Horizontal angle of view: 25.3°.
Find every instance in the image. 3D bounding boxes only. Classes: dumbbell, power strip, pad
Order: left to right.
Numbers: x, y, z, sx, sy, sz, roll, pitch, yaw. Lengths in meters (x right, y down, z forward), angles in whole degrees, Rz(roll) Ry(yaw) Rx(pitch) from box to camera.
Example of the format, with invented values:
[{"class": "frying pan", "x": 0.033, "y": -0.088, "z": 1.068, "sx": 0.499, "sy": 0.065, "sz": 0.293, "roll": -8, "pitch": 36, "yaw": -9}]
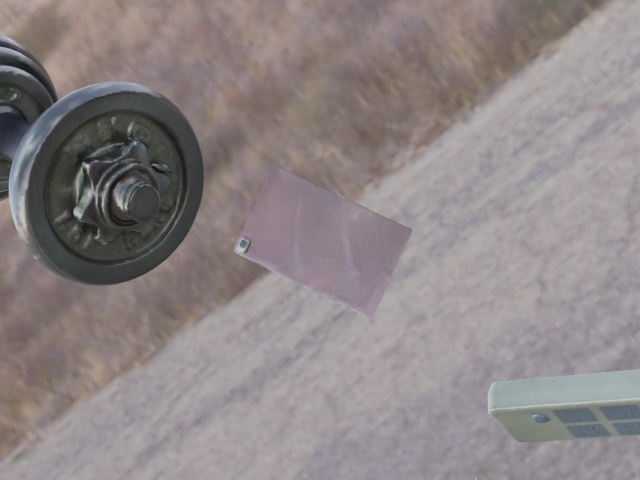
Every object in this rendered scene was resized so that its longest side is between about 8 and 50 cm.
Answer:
[{"class": "dumbbell", "x": -0.257, "y": -0.082, "z": 1.292, "sx": 0.179, "sy": 0.179, "sz": 0.406, "roll": -43, "pitch": 36, "yaw": -17}, {"class": "pad", "x": 0.000, "y": 0.000, "z": 1.609, "sx": 0.113, "sy": 0.188, "sz": 0.006, "roll": -65, "pitch": -20, "yaw": 4}, {"class": "power strip", "x": 0.319, "y": 0.188, "z": 1.630, "sx": 0.270, "sy": 0.118, "sz": 0.046, "roll": -7, "pitch": 64, "yaw": 26}]

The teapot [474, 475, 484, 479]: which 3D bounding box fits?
[{"class": "teapot", "x": 0.262, "y": 0.389, "z": 1.933, "sx": 0.116, "sy": 0.173, "sz": 0.116, "roll": -35, "pitch": 7, "yaw": 5}]
